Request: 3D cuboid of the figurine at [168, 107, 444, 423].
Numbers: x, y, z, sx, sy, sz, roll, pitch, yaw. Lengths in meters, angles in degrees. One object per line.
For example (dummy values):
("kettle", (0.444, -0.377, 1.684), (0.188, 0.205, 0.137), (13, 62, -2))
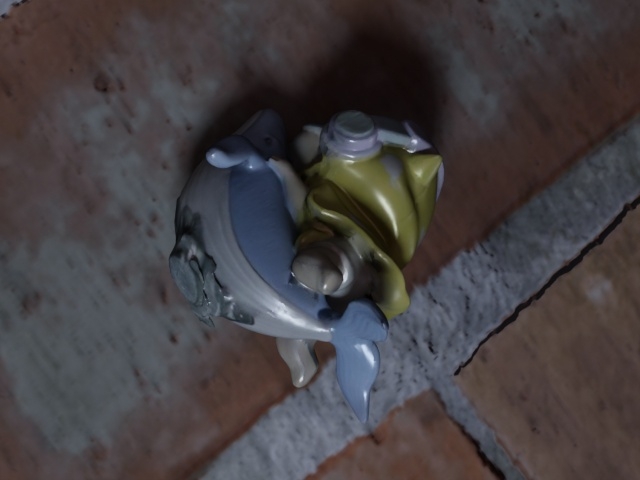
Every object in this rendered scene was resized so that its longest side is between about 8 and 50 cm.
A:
("figurine", (0.000, 0.000, 1.135), (0.184, 0.128, 0.208), (-15, 55, -19))
